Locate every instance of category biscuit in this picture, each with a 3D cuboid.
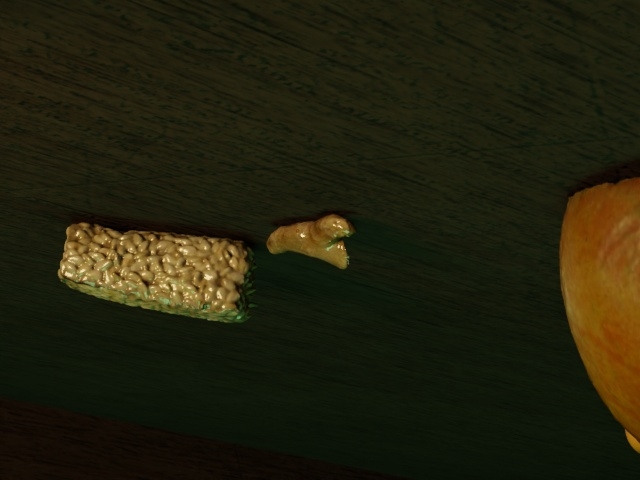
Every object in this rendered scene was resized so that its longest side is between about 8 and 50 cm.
[{"bbox_3d":[-0.136,0.026,1.232,0.168,0.070,0.082,8,162,8],"label":"biscuit"}]

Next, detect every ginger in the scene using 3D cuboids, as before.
[{"bbox_3d":[0.001,0.000,1.142,0.097,0.030,0.048,-13,128,48],"label":"ginger"}]

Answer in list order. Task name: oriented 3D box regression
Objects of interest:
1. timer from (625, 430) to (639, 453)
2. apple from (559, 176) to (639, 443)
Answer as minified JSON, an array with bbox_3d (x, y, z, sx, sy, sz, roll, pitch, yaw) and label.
[{"bbox_3d":[0.268,0.098,1.142,0.132,0.152,0.132,7,166,2],"label":"timer"},{"bbox_3d":[0.301,0.044,0.918,0.346,0.179,0.254,-7,124,44],"label":"apple"}]
